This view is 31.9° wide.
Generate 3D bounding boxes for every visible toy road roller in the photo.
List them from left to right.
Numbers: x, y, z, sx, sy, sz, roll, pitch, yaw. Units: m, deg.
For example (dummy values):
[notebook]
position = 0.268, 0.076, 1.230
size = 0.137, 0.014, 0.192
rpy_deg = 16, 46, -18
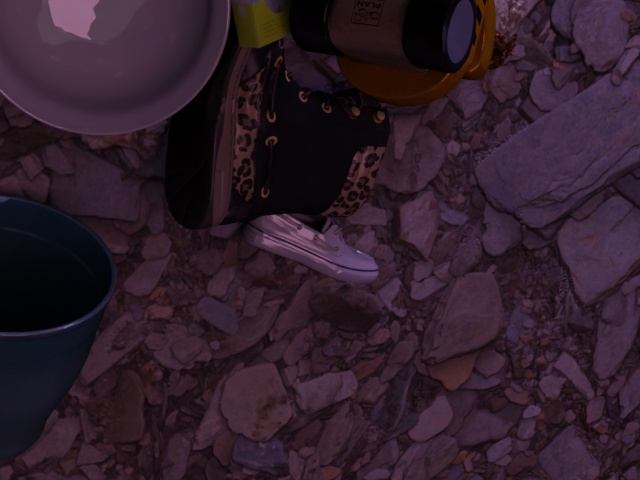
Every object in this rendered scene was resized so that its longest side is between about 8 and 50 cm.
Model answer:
[toy road roller]
position = 0.120, -0.322, 1.326
size = 0.241, 0.203, 0.329
rpy_deg = 23, 82, -63

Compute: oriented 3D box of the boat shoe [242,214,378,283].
[boat shoe]
position = 0.000, 0.000, 1.610
size = 0.226, 0.083, 0.075
rpy_deg = 18, 104, -32

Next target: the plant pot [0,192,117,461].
[plant pot]
position = -0.405, 0.121, 1.360
size = 0.272, 0.271, 0.255
rpy_deg = -1, 127, -28

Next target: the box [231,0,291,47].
[box]
position = -0.061, -0.322, 1.278
size = 0.109, 0.042, 0.178
rpy_deg = -32, 123, -37

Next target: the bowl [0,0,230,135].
[bowl]
position = -0.255, -0.282, 1.295
size = 0.298, 0.134, 0.297
rpy_deg = -3, 115, -7

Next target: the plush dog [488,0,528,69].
[plush dog]
position = 0.205, -0.324, 1.529
size = 0.225, 0.211, 0.262
rpy_deg = -35, 130, -42

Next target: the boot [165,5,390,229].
[boot]
position = -0.041, -0.194, 1.455
size = 0.284, 0.138, 0.377
rpy_deg = 2, 100, -42
